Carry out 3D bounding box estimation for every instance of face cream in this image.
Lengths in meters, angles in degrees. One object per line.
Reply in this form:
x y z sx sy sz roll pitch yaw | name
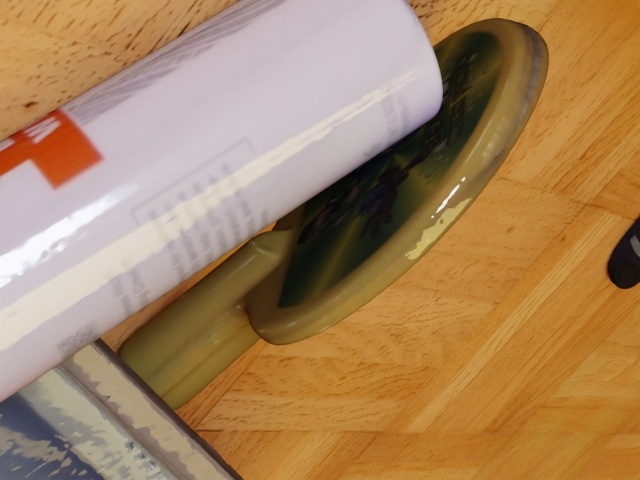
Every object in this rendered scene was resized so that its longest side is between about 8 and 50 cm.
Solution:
-0.108 -0.009 0.707 0.345 0.102 0.102 -33 152 -15 | face cream

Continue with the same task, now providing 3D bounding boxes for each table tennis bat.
0.000 0.000 0.826 0.321 0.050 0.198 -39 -160 33 | table tennis bat

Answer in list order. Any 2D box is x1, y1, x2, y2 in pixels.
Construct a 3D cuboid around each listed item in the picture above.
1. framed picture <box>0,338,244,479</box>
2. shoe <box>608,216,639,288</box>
-0.158 0.251 0.903 0.326 0.028 0.446 -40 127 0 | framed picture
0.297 -0.015 1.265 0.071 0.049 0.179 -7 138 -46 | shoe
